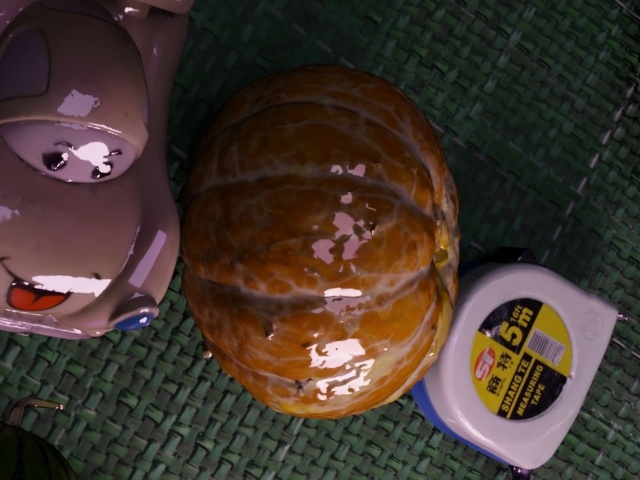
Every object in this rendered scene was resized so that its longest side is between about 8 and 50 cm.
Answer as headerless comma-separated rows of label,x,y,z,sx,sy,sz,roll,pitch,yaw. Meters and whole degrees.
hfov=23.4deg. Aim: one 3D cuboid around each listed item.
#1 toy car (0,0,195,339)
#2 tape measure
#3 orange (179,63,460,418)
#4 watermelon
toy car,-0.223,-0.100,1.323,0.242,0.226,0.336,14,69,-33
tape measure,0.172,0.185,1.622,0.215,0.098,0.351,30,77,-25
orange,0.000,0.000,1.421,0.249,0.329,0.329,-6,96,16
watermelon,-0.296,0.239,1.357,0.188,0.188,0.214,20,84,-24
